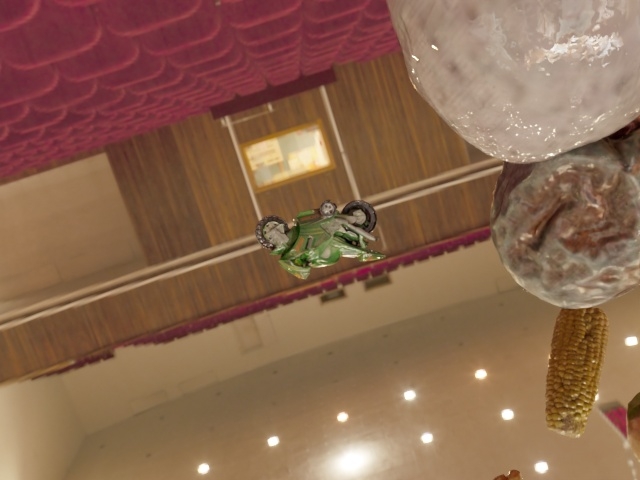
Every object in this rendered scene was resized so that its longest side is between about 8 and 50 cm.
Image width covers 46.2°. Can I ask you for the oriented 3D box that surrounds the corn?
[{"bbox_3d":[0.604,0.292,1.774,0.130,0.130,0.347,-6,-123,42],"label":"corn"}]

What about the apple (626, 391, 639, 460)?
[{"bbox_3d":[0.747,0.371,1.534,0.246,0.246,0.226,-26,-168,-33],"label":"apple"}]

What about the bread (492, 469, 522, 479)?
[{"bbox_3d":[0.384,0.488,1.348,0.177,0.119,0.084,34,-135,30],"label":"bread"}]

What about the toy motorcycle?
[{"bbox_3d":[0.000,0.000,1.125,0.190,0.106,0.074,-10,173,-14],"label":"toy motorcycle"}]

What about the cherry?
[{"bbox_3d":[0.195,-0.238,0.684,0.335,0.326,0.291,25,170,-25],"label":"cherry"}]

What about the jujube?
[{"bbox_3d":[0.354,-0.067,0.957,0.215,0.246,0.308,-33,164,-40],"label":"jujube"}]
